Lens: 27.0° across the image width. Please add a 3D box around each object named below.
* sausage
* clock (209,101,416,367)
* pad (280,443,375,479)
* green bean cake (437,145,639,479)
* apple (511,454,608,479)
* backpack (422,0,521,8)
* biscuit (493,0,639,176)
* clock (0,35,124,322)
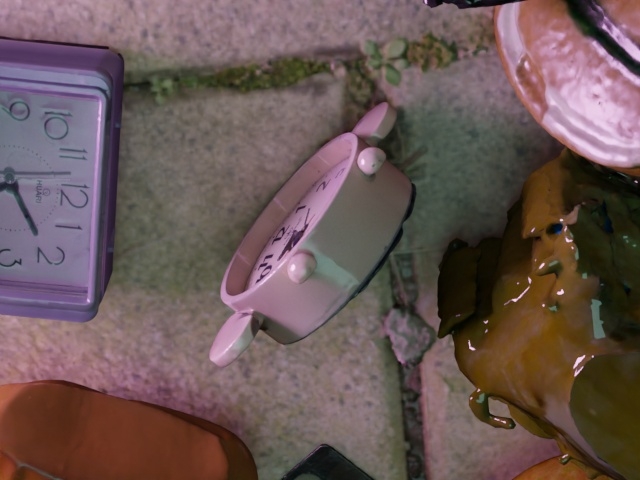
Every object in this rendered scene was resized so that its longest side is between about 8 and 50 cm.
[{"bbox_3d":[-0.165,0.183,1.033,0.241,0.120,0.136,14,144,-6],"label":"sausage"},{"bbox_3d":[0.000,0.000,0.946,0.063,0.155,0.229,37,71,-17],"label":"clock"},{"bbox_3d":[0.036,0.289,1.147,0.235,0.003,0.158,40,105,-16],"label":"pad"},{"bbox_3d":[0.260,0.060,0.923,0.310,0.202,0.285,31,125,-9],"label":"green bean cake"},{"bbox_3d":[0.215,0.268,1.054,0.196,0.196,0.196,-1,112,-2],"label":"apple"},{"bbox_3d":[0.101,-0.275,0.837,0.206,0.133,0.258,5,117,21],"label":"backpack"},{"bbox_3d":[0.267,-0.182,0.830,0.057,0.287,0.344,16,122,-48],"label":"biscuit"},{"bbox_3d":[-0.218,-0.044,0.964,0.144,0.073,0.193,5,112,-4],"label":"clock"}]
